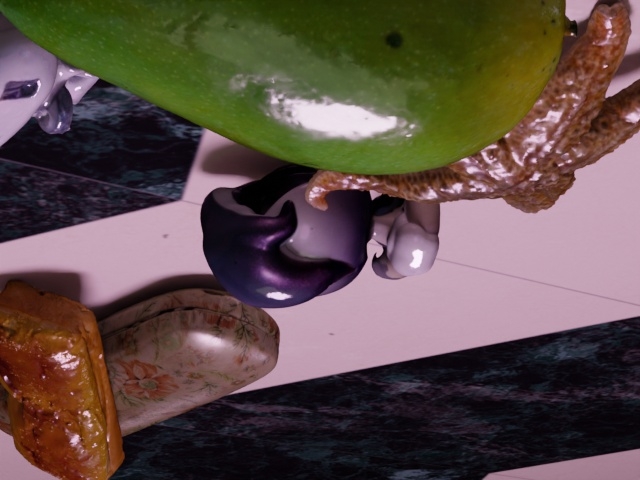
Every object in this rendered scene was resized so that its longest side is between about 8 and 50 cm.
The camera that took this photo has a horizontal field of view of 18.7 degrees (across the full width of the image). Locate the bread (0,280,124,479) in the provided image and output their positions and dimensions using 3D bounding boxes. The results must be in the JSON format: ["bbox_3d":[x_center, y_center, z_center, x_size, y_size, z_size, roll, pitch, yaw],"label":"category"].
[{"bbox_3d":[-0.291,0.159,2.083,0.139,0.077,0.271,19,141,18],"label":"bread"}]

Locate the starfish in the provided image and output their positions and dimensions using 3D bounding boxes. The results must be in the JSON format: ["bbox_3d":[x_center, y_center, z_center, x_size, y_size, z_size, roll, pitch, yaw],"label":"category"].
[{"bbox_3d":[0.160,-0.086,1.634,0.375,0.094,0.327,-13,155,12],"label":"starfish"}]

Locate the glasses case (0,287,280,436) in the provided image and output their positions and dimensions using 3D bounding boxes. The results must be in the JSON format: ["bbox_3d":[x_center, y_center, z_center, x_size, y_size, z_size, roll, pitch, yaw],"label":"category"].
[{"bbox_3d":[-0.217,0.149,2.179,0.156,0.098,0.425,27,146,-34],"label":"glasses case"}]

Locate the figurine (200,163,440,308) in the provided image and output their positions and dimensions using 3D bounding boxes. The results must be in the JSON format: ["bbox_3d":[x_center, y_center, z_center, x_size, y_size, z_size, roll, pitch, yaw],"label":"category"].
[{"bbox_3d":[0.000,0.000,1.766,0.222,0.145,0.145,-2,160,-16],"label":"figurine"}]

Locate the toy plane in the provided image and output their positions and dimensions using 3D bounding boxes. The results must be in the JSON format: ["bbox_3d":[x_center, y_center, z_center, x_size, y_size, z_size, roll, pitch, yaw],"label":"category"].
[{"bbox_3d":[-0.280,-0.116,1.470,0.244,0.117,0.245,-18,167,-4],"label":"toy plane"}]

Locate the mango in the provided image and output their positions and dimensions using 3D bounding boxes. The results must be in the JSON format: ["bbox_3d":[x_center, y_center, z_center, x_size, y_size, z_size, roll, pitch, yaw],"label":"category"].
[{"bbox_3d":[-0.023,-0.153,1.282,0.382,0.201,0.225,6,167,-15],"label":"mango"}]
